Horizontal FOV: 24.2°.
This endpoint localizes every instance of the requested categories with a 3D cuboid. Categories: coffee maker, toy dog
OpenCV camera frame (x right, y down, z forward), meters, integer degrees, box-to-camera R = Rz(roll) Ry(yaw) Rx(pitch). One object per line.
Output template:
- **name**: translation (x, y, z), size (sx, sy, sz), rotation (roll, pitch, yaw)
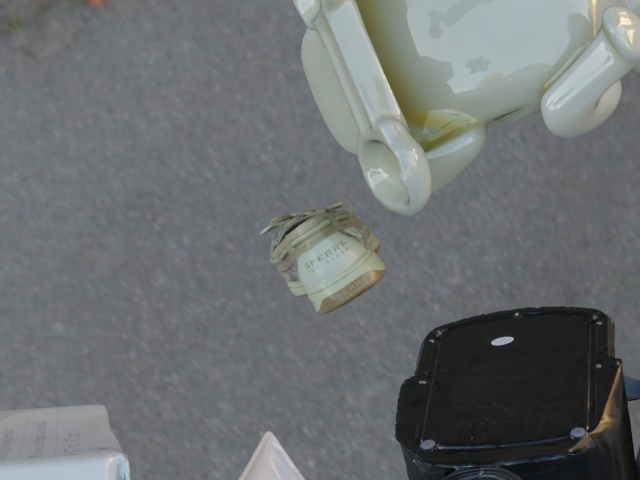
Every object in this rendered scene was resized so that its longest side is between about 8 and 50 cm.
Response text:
- **coffee maker**: translation (0.095, 0.147, 0.700), size (0.120, 0.178, 0.171), rotation (5, 32, 36)
- **toy dog**: translation (0.201, -0.205, 1.450), size (0.408, 0.395, 0.284), rotation (-22, 80, -6)

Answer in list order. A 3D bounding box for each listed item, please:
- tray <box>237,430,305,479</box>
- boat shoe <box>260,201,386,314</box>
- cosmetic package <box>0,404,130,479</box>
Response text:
- **tray**: translation (-0.013, 0.349, 1.598), size (0.030, 0.270, 0.145), rotation (-28, 13, 25)
- **boat shoe**: translation (0.000, 0.000, 1.492), size (0.105, 0.285, 0.089), rotation (-35, 100, -5)
- **cosmetic package**: translation (-0.295, 0.183, 0.774), size (0.385, 0.217, 0.156), rotation (-2, 91, -11)
